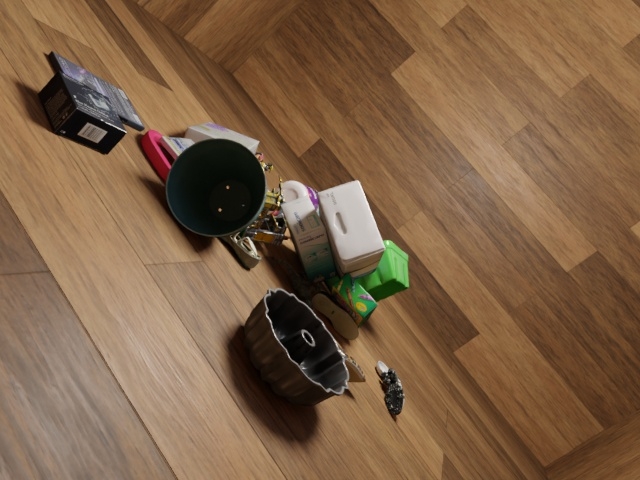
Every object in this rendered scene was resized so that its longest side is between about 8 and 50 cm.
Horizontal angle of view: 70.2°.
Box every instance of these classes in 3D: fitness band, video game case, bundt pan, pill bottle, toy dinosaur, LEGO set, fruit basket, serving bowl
[{"bbox_3d":[-0.486,-0.253,1.530,0.291,0.054,0.209,53,16,17],"label":"fitness band"},{"bbox_3d":[-0.432,-0.268,1.566,0.212,0.023,0.193,50,16,1],"label":"video game case"},{"bbox_3d":[-0.075,0.292,1.198,0.331,0.124,0.331,46,13,-14],"label":"bundt pan"},{"bbox_3d":[-0.099,-0.195,2.339,0.181,0.181,0.323,53,13,13],"label":"pill bottle"},{"bbox_3d":[-0.073,0.155,1.711,0.268,0.064,0.118,52,27,22],"label":"toy dinosaur"},{"bbox_3d":[-0.197,-0.139,1.700,0.192,0.255,0.331,11,26,-33],"label":"LEGO set"},{"bbox_3d":[0.209,0.103,2.117,0.283,0.392,0.392,33,21,-50],"label":"fruit basket"},{"bbox_3d":[-0.199,-0.141,2.024,0.180,0.108,0.108,40,16,-34],"label":"pill bottle"},{"bbox_3d":[-0.705,-0.468,1.453,0.196,0.026,0.274,55,15,22],"label":"video game case"},{"bbox_3d":[0.250,0.525,1.825,0.083,0.027,0.083,47,13,-14],"label":"serving bowl"}]

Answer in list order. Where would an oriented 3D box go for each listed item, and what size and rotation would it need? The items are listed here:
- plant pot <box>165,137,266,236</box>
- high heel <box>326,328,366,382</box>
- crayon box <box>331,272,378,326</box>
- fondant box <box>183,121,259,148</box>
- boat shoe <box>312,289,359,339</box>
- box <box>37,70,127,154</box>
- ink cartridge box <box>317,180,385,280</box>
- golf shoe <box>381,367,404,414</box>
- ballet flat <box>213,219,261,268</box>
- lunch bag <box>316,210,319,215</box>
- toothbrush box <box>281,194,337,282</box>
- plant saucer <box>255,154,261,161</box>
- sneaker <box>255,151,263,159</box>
[{"bbox_3d":[-0.297,-0.143,1.401,0.290,0.290,0.195,51,-3,7],"label":"plant pot"},{"bbox_3d":[0.047,0.348,1.492,0.261,0.093,0.186,36,24,-19],"label":"high heel"},{"bbox_3d":[0.123,0.247,1.785,0.165,0.081,0.278,47,-15,14],"label":"crayon box"},{"bbox_3d":[-0.404,-0.397,1.888,0.238,0.096,0.330,21,16,-5],"label":"fondant box"},{"bbox_3d":[0.066,0.285,1.767,0.233,0.084,0.079,46,14,-2],"label":"boat shoe"},{"bbox_3d":[-0.623,-0.333,1.197,0.158,0.093,0.156,54,14,24],"label":"box"},{"bbox_3d":[0.110,-0.018,1.777,0.395,0.166,0.285,85,-15,-75],"label":"ink cartridge box"},{"bbox_3d":[0.285,0.575,1.701,0.094,0.077,0.198,57,18,-28],"label":"golf shoe"},{"bbox_3d":[-0.272,-0.004,1.490,0.213,0.068,0.072,50,14,1],"label":"ballet flat"},{"bbox_3d":[0.000,0.000,2.169,0.223,0.160,0.262,50,-20,2],"label":"lunch bag"},{"bbox_3d":[-0.046,0.002,1.845,0.216,0.126,0.295,-117,-173,-45],"label":"toothbrush box"},{"bbox_3d":[-0.298,-0.274,1.954,0.037,0.200,0.200,14,17,-2],"label":"plant saucer"},{"bbox_3d":[-0.337,-0.336,2.126,0.121,0.112,0.299,11,23,10],"label":"sneaker"}]
